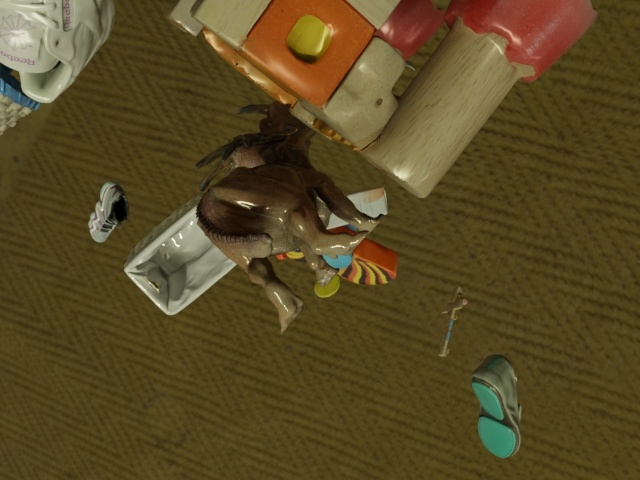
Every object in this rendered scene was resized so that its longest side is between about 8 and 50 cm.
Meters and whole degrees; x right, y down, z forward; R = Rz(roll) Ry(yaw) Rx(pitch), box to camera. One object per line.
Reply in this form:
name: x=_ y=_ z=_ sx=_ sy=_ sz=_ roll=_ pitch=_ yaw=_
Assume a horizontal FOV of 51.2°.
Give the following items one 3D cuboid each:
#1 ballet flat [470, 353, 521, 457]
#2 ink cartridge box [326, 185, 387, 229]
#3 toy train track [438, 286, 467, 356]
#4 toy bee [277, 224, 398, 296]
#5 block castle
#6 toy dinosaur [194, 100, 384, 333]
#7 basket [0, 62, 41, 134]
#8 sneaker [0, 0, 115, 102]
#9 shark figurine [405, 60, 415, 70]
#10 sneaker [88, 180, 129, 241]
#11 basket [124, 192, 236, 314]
ballet flat: x=0.268 y=0.244 z=0.980 sx=0.072 sy=0.068 sz=0.213 roll=23 pitch=148 yaw=38
ink cartridge box: x=-0.020 y=-0.035 z=0.919 sx=0.145 sy=0.179 sz=0.045 roll=-5 pitch=95 yaw=53
toy train track: x=0.153 y=0.094 z=0.769 sx=0.014 sy=0.048 sz=0.083 roll=23 pitch=70 yaw=-12
toy bee: x=0.000 y=0.000 z=1.297 sx=0.298 sy=0.195 sz=0.162 roll=49 pitch=135 yaw=-12
block castle: x=-0.058 y=-0.250 z=0.437 sx=0.453 sy=0.303 sz=0.213 roll=35 pitch=96 yaw=-23
toy dinosaur: x=-0.057 y=-0.037 z=0.648 sx=0.200 sy=0.295 sz=0.127 roll=40 pitch=113 yaw=3
basket: x=-0.566 y=-0.304 z=1.131 sx=0.201 sy=0.255 sz=0.289 roll=44 pitch=84 yaw=-12
sneaker: x=-0.261 y=-0.253 z=0.653 sx=0.114 sy=0.305 sz=0.152 roll=19 pitch=62 yaw=-5
shark figurine: x=0.174 y=-0.415 z=1.661 sx=0.116 sy=0.166 sz=0.278 roll=15 pitch=63 yaw=-9
sneaker: x=-0.300 y=-0.030 z=0.956 sx=0.069 sy=0.038 sz=0.098 roll=42 pitch=121 yaw=43
basket: x=-0.213 y=0.016 z=1.058 sx=0.167 sy=0.103 sz=0.113 roll=-40 pitch=113 yaw=-2
